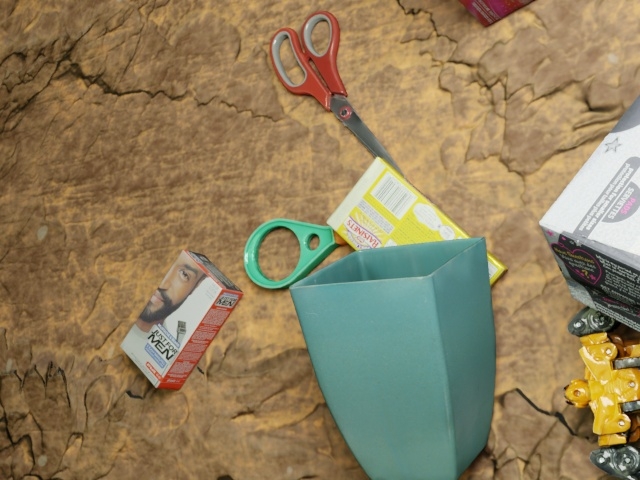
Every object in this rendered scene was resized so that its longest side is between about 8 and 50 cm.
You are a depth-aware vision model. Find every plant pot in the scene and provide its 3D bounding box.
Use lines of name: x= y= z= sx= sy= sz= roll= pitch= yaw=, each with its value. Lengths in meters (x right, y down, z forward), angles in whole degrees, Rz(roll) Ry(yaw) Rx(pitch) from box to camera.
plant pot: x=0.095 y=0.135 z=1.088 sx=0.165 sy=0.165 sz=0.234 roll=-6 pitch=101 yaw=31

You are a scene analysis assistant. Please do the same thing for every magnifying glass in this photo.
magnifying glass: x=0.000 y=0.000 z=1.267 sx=0.231 sy=0.026 sz=0.092 roll=-17 pitch=73 yaw=26

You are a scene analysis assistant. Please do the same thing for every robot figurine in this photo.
robot figurine: x=0.383 y=0.132 z=0.969 sx=0.291 sy=0.085 sz=0.211 roll=-14 pitch=74 yaw=29

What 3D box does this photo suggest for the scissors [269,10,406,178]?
scissors: x=0.018 y=-0.170 z=1.292 sx=0.109 sy=0.021 sz=0.297 roll=-31 pitch=67 yaw=21

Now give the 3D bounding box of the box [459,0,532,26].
box: x=0.169 y=-0.354 z=1.087 sx=0.122 sy=0.257 sz=0.128 roll=-25 pitch=69 yaw=24

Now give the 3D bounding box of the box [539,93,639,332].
box: x=0.348 y=-0.043 z=0.929 sx=0.163 sy=0.142 sz=0.247 roll=30 pitch=74 yaw=41

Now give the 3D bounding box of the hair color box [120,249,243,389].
hair color box: x=-0.189 y=0.108 z=1.349 sx=0.093 sy=0.053 sz=0.167 roll=41 pitch=102 yaw=31

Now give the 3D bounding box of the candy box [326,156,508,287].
candy box: x=0.111 y=0.005 z=1.177 sx=0.206 sy=0.027 sz=0.105 roll=44 pitch=108 yaw=20
